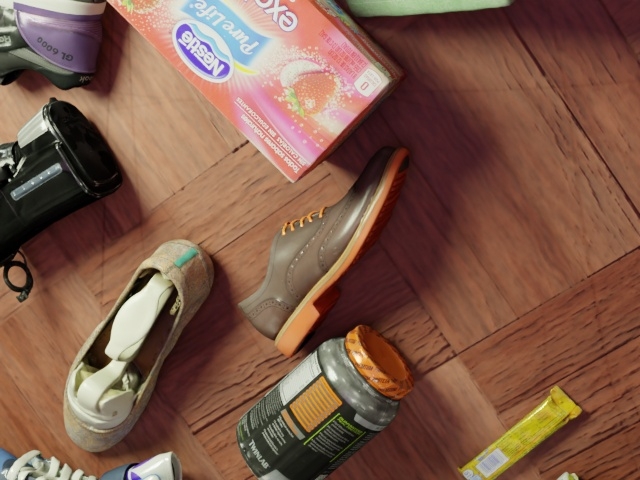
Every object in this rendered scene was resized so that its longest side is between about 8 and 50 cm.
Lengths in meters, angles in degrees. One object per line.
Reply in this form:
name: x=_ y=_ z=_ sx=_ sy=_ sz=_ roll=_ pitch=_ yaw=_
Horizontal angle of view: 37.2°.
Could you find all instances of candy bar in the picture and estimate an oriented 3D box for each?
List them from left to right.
candy bar: x=0.221 y=0.228 z=1.075 sx=0.040 sy=0.018 sz=0.161 roll=47 pitch=108 yaw=3

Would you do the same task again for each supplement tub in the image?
supplement tub: x=0.006 y=0.188 z=1.062 sx=0.190 sy=0.117 sz=0.117 roll=-43 pitch=91 yaw=18

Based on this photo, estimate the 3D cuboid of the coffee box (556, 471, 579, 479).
coffee box: x=0.272 y=0.516 z=0.962 sx=0.337 sy=0.338 sz=0.334 roll=41 pitch=107 yaw=1

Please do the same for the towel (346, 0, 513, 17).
towel: x=0.041 y=-0.349 z=0.843 sx=0.038 sy=0.248 sz=0.325 roll=-43 pitch=121 yaw=-22

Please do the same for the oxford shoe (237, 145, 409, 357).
oxford shoe: x=0.000 y=0.000 z=1.034 sx=0.098 sy=0.097 sz=0.271 roll=36 pitch=108 yaw=9

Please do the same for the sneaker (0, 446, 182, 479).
sneaker: x=-0.283 y=0.301 z=1.159 sx=0.236 sy=0.130 sz=0.323 roll=-44 pitch=87 yaw=9

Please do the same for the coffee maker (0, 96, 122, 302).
coffee maker: x=-0.321 y=-0.050 z=1.094 sx=0.178 sy=0.120 sz=0.171 roll=-27 pitch=120 yaw=18

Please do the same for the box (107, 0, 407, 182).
box: x=-0.070 y=-0.220 z=0.968 sx=0.300 sy=0.154 sz=0.142 roll=44 pitch=108 yaw=-1

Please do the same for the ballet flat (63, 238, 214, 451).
ballet flat: x=-0.235 y=0.134 z=1.109 sx=0.107 sy=0.106 sz=0.316 roll=31 pitch=108 yaw=4

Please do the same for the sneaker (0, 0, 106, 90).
sneaker: x=-0.384 y=-0.238 z=1.061 sx=0.283 sy=0.107 sz=0.124 roll=15 pitch=111 yaw=9
